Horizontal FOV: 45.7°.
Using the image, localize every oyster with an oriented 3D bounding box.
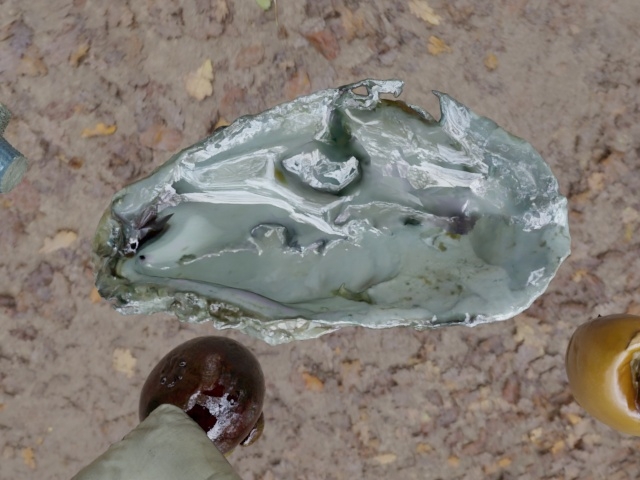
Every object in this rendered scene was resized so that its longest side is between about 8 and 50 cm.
[{"bbox_3d":[-0.001,0.000,0.433,0.252,0.087,0.199,-39,81,5],"label":"oyster"}]

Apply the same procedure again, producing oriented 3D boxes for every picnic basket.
[{"bbox_3d":[-0.256,-0.067,0.545,0.083,0.065,0.083,30,74,1],"label":"picnic basket"}]

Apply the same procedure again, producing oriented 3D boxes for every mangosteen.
[{"bbox_3d":[-0.107,0.163,0.752,0.140,0.140,0.140,-2,116,-4],"label":"mangosteen"}]

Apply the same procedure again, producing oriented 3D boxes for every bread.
[{"bbox_3d":[0.217,0.091,0.491,0.114,0.189,0.077,18,91,32],"label":"bread"}]

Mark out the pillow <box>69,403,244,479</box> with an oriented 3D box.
[{"bbox_3d":[-0.113,0.224,0.580,0.134,0.181,0.077,-44,154,-11],"label":"pillow"}]
